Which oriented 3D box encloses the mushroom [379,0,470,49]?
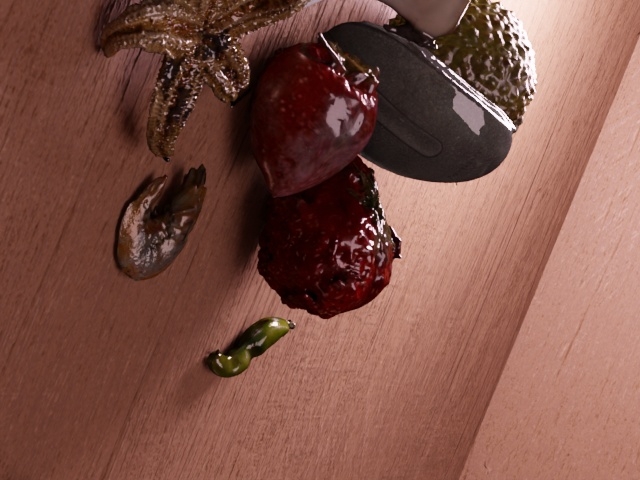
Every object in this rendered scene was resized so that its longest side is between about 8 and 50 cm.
[{"bbox_3d":[0.147,-0.515,1.653,0.313,0.224,0.397,-89,-158,-52],"label":"mushroom"}]

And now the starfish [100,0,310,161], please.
[{"bbox_3d":[-0.142,-0.265,1.603,0.312,0.113,0.303,-46,146,-10],"label":"starfish"}]

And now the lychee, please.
[{"bbox_3d":[0.240,-0.294,2.147,0.320,0.270,0.270,-12,124,-34],"label":"lychee"}]

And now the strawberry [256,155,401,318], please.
[{"bbox_3d":[0.000,0.000,2.004,0.274,0.220,0.274,-18,90,-72],"label":"strawberry"}]

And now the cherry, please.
[{"bbox_3d":[-0.020,-0.178,1.858,0.192,0.175,0.249,15,98,-55],"label":"cherry"}]

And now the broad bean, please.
[{"bbox_3d":[-0.116,0.175,2.109,0.213,0.048,0.070,-29,136,-48],"label":"broad bean"}]

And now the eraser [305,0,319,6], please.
[{"bbox_3d":[0.013,-0.417,1.865,0.225,0.052,0.095,-35,139,-48],"label":"eraser"}]

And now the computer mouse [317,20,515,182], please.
[{"bbox_3d":[0.146,-0.203,1.987,0.203,0.374,0.114,-45,-155,38],"label":"computer mouse"}]

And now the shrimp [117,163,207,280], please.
[{"bbox_3d":[-0.217,-0.029,1.738,0.187,0.052,0.132,-62,155,-5],"label":"shrimp"}]
